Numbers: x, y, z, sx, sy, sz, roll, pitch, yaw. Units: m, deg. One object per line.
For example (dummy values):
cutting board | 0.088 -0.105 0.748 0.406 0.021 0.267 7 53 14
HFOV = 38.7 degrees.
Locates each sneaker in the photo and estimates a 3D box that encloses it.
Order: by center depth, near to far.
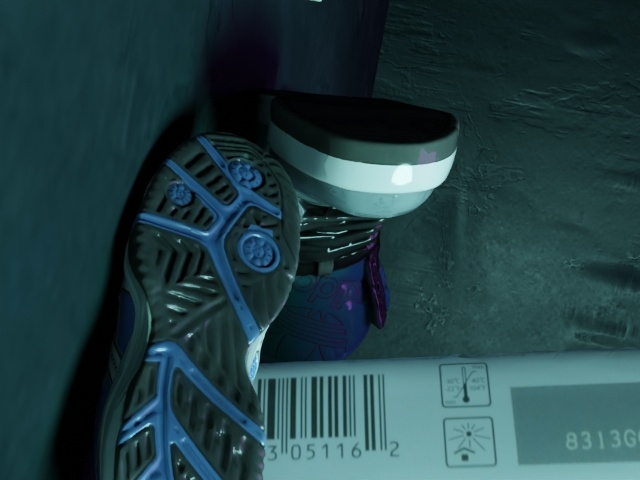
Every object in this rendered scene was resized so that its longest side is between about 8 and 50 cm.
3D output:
sneaker | -0.064 0.043 0.410 0.081 0.080 0.211 -41 -148 52
sneaker | 0.000 0.000 0.569 0.295 0.124 0.178 -124 -141 -77

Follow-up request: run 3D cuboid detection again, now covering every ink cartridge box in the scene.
ink cartridge box | 0.082 0.182 0.630 0.385 0.308 0.091 77 10 -63
